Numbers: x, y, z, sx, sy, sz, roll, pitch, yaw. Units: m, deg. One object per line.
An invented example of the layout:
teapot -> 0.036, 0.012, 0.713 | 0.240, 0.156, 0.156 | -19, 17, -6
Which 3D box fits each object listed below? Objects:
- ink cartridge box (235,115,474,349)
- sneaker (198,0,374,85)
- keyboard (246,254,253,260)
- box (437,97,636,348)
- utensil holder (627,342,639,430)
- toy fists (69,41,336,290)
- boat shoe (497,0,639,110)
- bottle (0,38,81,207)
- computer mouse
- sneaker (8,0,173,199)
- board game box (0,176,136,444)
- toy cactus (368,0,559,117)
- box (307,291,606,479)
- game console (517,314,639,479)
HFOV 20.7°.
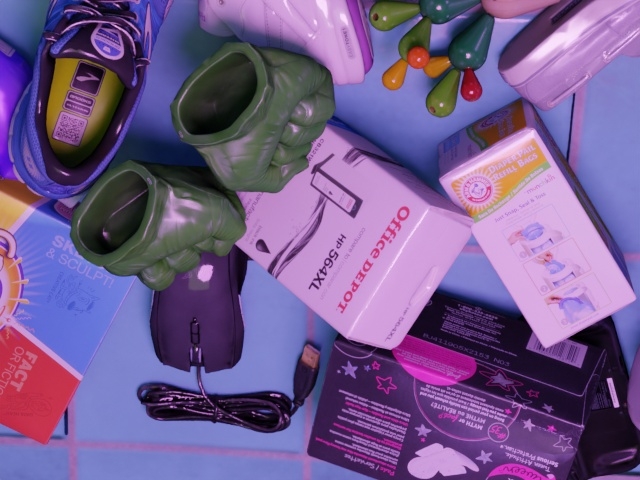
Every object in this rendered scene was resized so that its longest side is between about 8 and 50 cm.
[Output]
ink cartridge box -> 0.020, -0.016, 1.639 | 0.086, 0.203, 0.148 | 18, 106, -53
sneaker -> -0.058, -0.265, 1.594 | 0.152, 0.114, 0.305 | -16, 111, 9
keyboard -> 0.000, 0.000, 1.752 | 0.180, 0.023, 0.108 | 0, 113, 4
box -> 0.206, -0.020, 1.682 | 0.103, 0.114, 0.203 | -29, 108, 13
utensil holder -> 0.531, 0.147, 1.627 | 0.385, 0.327, 0.327 | 34, 110, -8
toy fists -> -0.097, -0.063, 1.593 | 0.279, 0.142, 0.096 | -48, 67, 18
boat shoe -> 0.274, -0.205, 1.630 | 0.227, 0.079, 0.081 | -37, 115, 21
bottle -> -0.333, -0.140, 1.673 | 0.283, 0.092, 0.118 | 36, 108, -12
computer mouse -> -0.088, 0.096, 1.762 | 0.184, 0.060, 0.262 | 8, 120, -1
sneaker -> -0.190, -0.193, 1.578 | 0.130, 0.147, 0.330 | 12, 91, -18
board game box -> -0.363, 0.034, 1.762 | 0.317, 0.064, 0.242 | 26, 111, -8
toy cactus -> 0.134, -0.227, 1.613 | 0.181, 0.112, 0.219 | -10, 96, -8
box -> 0.133, 0.158, 1.708 | 0.247, 0.163, 0.142 | 19, 119, 8
game console -> 0.304, 0.225, 1.821 | 0.213, 0.044, 0.361 | -16, 111, 7
